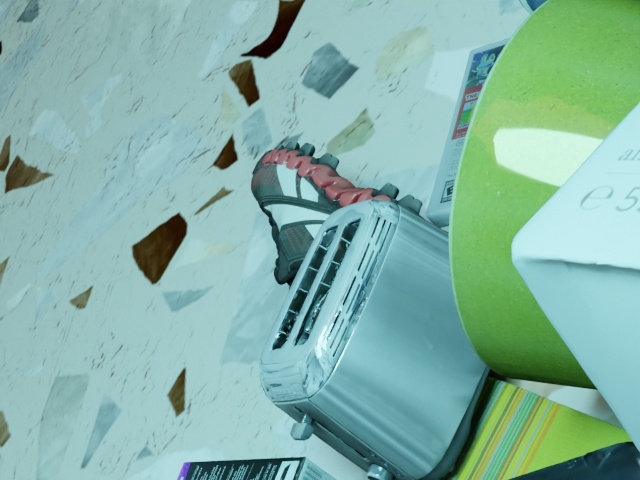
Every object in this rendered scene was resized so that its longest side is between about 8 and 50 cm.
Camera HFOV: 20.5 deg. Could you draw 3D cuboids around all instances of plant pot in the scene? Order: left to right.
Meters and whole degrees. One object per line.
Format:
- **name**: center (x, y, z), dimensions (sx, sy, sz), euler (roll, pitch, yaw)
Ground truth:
- **plant pot**: center (0.279, -0.010, 1.135), dimensions (0.293, 0.275, 0.275), euler (14, 69, 36)

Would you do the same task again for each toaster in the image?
- **toaster**: center (0.055, 0.068, 1.370), dimensions (0.129, 0.146, 0.227), euler (-13, 49, 63)

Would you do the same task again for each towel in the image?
- **towel**: center (0.176, 0.174, 1.271), dimensions (0.237, 0.021, 0.102), euler (19, 78, 53)

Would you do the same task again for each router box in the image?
- **router box**: center (-0.006, 0.219, 1.294), dimensions (0.133, 0.179, 0.046), euler (-9, 50, 46)

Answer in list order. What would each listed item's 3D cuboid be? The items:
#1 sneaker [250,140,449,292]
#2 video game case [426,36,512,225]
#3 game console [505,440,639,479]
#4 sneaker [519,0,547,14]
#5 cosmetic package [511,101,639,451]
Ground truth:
- **sneaker**: center (0.000, 0.000, 1.555), dimensions (0.135, 0.097, 0.276), euler (-53, 36, -5)
- **video game case**: center (0.190, -0.108, 1.503), dimensions (0.201, 0.023, 0.183), euler (-13, 50, 44)
- **game console**: center (0.084, 0.329, 1.065), dimensions (0.386, 0.060, 0.342), euler (-25, 68, 41)
- **sneaker**: center (0.311, -0.280, 1.412), dimensions (0.350, 0.131, 0.148), euler (-39, 36, 13)
- **cosmetic package**: center (0.375, 0.002, 0.814), dimensions (0.394, 0.327, 0.329), euler (-45, 23, -23)
